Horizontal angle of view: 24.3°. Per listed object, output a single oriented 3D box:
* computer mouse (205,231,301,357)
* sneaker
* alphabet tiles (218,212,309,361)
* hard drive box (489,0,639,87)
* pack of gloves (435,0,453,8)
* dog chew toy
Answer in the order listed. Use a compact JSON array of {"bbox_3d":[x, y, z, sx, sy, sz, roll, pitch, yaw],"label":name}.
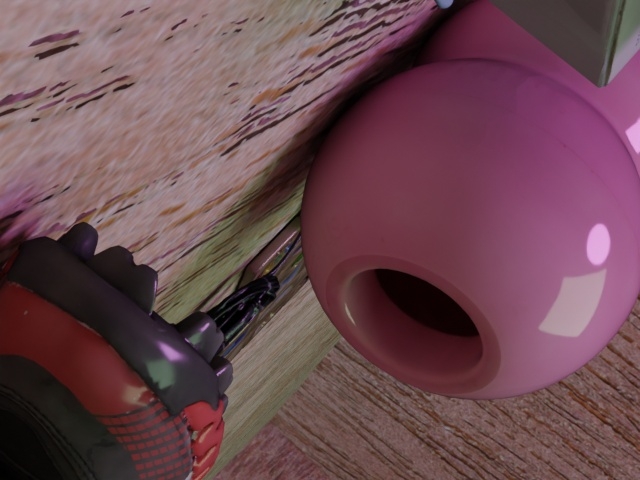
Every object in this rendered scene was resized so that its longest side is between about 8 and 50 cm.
[{"bbox_3d":[0.000,0.000,1.028,0.242,0.041,0.071,-48,165,-14],"label":"computer mouse"},{"bbox_3d":[-0.115,0.095,0.537,0.135,0.097,0.276,-47,177,-33],"label":"sneaker"},{"bbox_3d":[-0.026,0.022,1.220,0.285,0.011,0.342,-46,174,-22],"label":"alphabet tiles"},{"bbox_3d":[0.158,-0.194,0.583,0.232,0.089,0.181,-48,167,-5],"label":"hard drive box"},{"bbox_3d":[0.141,-0.203,0.742,0.195,0.046,0.232,-46,175,-11],"label":"pack of gloves"},{"bbox_3d":[0.129,-0.061,0.923,0.332,0.206,0.206,-54,179,-35],"label":"dog chew toy"}]
